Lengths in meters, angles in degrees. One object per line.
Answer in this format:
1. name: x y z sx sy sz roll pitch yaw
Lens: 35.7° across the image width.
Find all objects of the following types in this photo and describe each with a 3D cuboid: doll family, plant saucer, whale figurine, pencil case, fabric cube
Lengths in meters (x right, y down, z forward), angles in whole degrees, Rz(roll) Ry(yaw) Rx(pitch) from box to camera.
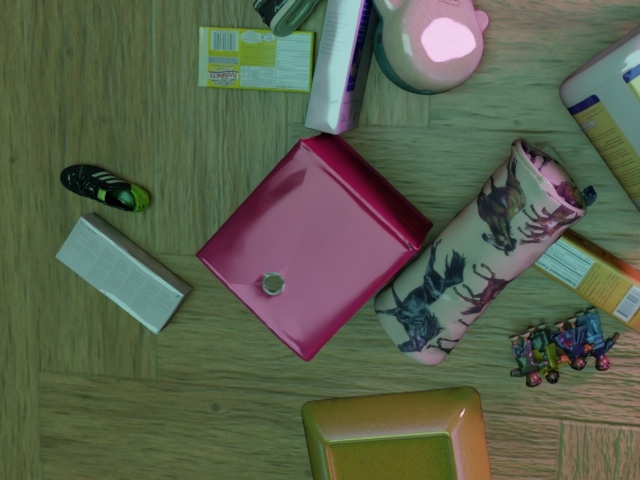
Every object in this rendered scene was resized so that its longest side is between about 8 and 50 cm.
1. doll family: 0.413 0.189 1.682 0.193 0.076 0.111 -19 92 12
2. plant saucer: 0.140 0.447 1.789 0.333 0.081 0.332 -8 99 13
3. whale figurine: 0.167 -0.368 1.602 0.216 0.141 0.272 5 83 -27
4. pencil case: 0.251 0.026 1.604 0.160 0.183 0.410 45 118 11
5. fabric cube: 0.000 0.000 1.638 0.254 0.259 0.258 44 106 2

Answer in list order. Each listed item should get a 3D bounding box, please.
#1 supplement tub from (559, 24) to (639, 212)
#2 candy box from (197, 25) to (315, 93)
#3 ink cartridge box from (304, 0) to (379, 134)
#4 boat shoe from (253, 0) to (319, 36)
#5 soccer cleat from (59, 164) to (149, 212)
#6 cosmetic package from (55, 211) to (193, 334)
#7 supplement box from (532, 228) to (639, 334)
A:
1. supplement tub: 0.545 -0.164 1.494 0.241 0.241 0.331 -35 92 16
2. candy box: -0.111 -0.314 1.720 0.206 0.027 0.105 6 105 12
3. ink cartridge box: 0.050 -0.343 1.608 0.065 0.165 0.332 16 103 12
4. boat shoe: -0.014 -0.447 1.647 0.233 0.084 0.079 -43 65 11
5. soccer cleat: -0.397 -0.095 1.803 0.179 0.072 0.060 18 104 8
6. cosmetic package: -0.361 0.059 1.831 0.239 0.060 0.099 38 108 3
7. supplement box: 0.454 0.057 1.643 0.233 0.078 0.080 35 110 5
